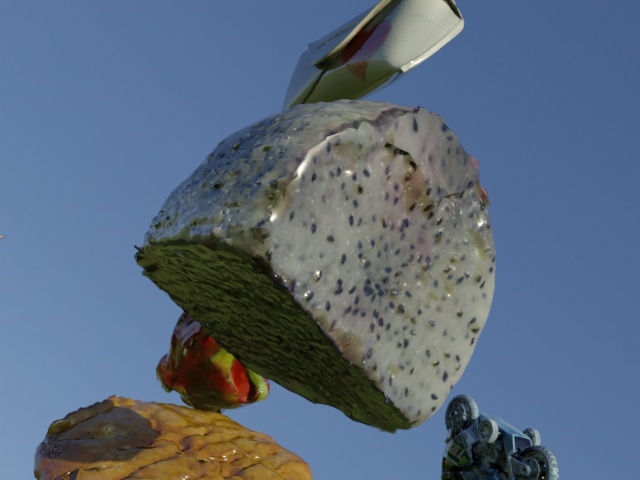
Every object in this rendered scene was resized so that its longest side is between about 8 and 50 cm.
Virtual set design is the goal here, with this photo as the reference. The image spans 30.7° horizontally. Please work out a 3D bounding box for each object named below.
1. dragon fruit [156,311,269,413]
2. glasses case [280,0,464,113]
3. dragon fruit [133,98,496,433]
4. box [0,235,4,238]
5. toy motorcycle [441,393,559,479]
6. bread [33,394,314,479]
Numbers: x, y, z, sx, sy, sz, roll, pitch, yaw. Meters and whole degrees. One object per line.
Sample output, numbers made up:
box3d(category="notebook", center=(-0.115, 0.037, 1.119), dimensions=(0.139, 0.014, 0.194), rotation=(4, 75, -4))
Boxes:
box3d(category="dragon fruit", center=(-0.152, 0.148, 1.834), dimensions=(0.198, 0.269, 0.200), rotation=(3, 6, -30))
box3d(category="glasses case", center=(0.038, -0.224, 1.464), dimensions=(0.083, 0.128, 0.308), rotation=(47, -33, -16))
box3d(category="dragon fruit", center=(0.000, 0.000, 0.976), dimensions=(0.221, 0.204, 0.283), rotation=(6, -34, 46))
box3d(category="box", center=(-0.587, 0.016, 1.826), dimensions=(0.177, 0.111, 0.111), rotation=(-4, -33, -11))
box3d(category="toy motorcycle", center=(0.241, 0.318, 1.647), dimensions=(0.092, 0.135, 0.254), rotation=(16, 8, -33))
box3d(category="bread", center=(-0.189, 0.356, 1.533), dimensions=(0.398, 0.398, 0.215), rotation=(20, -72, 17))
